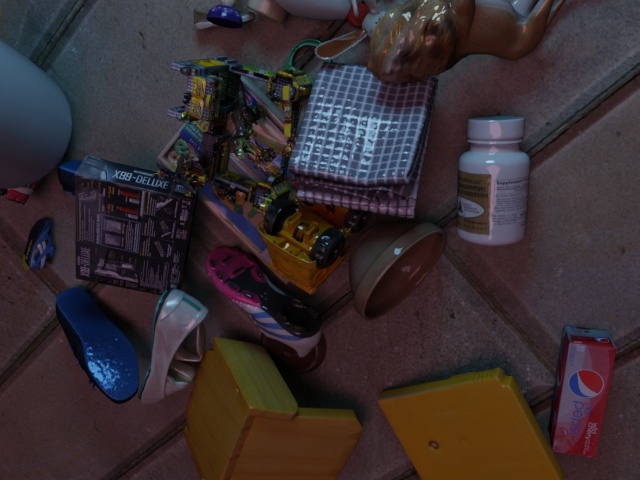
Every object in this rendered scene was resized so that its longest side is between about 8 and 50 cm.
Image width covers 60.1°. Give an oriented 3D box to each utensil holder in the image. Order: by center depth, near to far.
[{"bbox_3d":[-0.738,-0.279,1.112,0.327,0.385,0.328,0,86,1],"label":"utensil holder"}]

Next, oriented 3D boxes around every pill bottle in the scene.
[{"bbox_3d":[0.327,-0.116,1.049,0.131,0.131,0.229,2,108,15],"label":"pill bottle"}]

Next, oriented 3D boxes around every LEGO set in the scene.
[{"bbox_3d":[-0.168,-0.191,1.031,0.254,0.192,0.331,29,119,12],"label":"LEGO set"}]

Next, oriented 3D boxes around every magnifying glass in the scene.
[{"bbox_3d":[-0.052,-0.308,1.154,0.092,0.026,0.231,32,111,4],"label":"magnifying glass"}]

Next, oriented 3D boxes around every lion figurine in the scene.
[{"bbox_3d":[0.279,-0.370,0.940,0.391,0.142,0.240,0,131,-16],"label":"lion figurine"}]

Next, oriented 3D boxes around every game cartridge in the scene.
[{"bbox_3d":[0.326,0.434,1.236,0.323,0.052,0.285,-23,100,34],"label":"game cartridge"}]

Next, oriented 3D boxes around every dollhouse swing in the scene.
[{"bbox_3d":[-0.123,0.445,1.384,0.315,0.304,0.347,50,130,43],"label":"dollhouse swing"}]

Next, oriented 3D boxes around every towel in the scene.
[{"bbox_3d":[0.082,-0.197,1.022,0.234,0.284,0.121,11,154,10],"label":"towel"}]

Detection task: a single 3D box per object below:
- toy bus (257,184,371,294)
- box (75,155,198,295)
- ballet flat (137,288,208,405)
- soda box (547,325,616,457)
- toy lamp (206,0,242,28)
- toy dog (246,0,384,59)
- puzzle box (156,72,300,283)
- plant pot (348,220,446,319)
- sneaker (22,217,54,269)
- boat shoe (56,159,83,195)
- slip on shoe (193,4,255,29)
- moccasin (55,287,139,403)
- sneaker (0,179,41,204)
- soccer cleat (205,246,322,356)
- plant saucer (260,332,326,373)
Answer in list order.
[{"bbox_3d":[0.000,0.000,1.105,0.149,0.220,0.211,31,149,25],"label":"toy bus"},{"bbox_3d":[-0.414,-0.018,1.239,0.242,0.077,0.308,12,129,-9],"label":"box"},{"bbox_3d":[-0.357,0.289,1.353,0.139,0.139,0.400,26,125,6],"label":"ballet flat"},{"bbox_3d":[0.542,0.316,1.157,0.092,0.083,0.264,4,108,14],"label":"soda box"},{"bbox_3d":[-0.166,-0.554,1.054,0.080,0.080,0.275,12,96,12],"label":"toy lamp"},{"bbox_3d":[0.009,-0.448,1.014,0.333,0.161,0.220,9,110,13],"label":"toy dog"},{"bbox_3d":[-0.124,-0.129,1.198,0.409,0.052,0.272,44,115,-6],"label":"puzzle box"},{"bbox_3d":[0.136,0.039,1.120,0.110,0.237,0.237,45,116,24],"label":"plant pot"},{"bbox_3d":[-0.723,0.010,1.436,0.053,0.059,0.144,28,99,39],"label":"sneaker"},{"bbox_3d":[-0.510,-0.119,1.317,0.258,0.109,0.089,23,121,25],"label":"boat shoe"},{"bbox_3d":[-0.198,-0.460,1.131,0.135,0.051,0.041,2,115,23],"label":"slip on shoe"},{"bbox_3d":[-0.568,0.274,1.430,0.342,0.137,0.117,54,140,22],"label":"moccasin"},{"bbox_3d":[-0.816,-0.209,1.366,0.299,0.121,0.112,35,84,4],"label":"sneaker"},{"bbox_3d":[-0.140,0.147,1.267,0.331,0.116,0.143,35,142,21],"label":"soccer cleat"},{"bbox_3d":[-0.070,0.256,1.341,0.168,0.029,0.169,5,110,14],"label":"plant saucer"}]
